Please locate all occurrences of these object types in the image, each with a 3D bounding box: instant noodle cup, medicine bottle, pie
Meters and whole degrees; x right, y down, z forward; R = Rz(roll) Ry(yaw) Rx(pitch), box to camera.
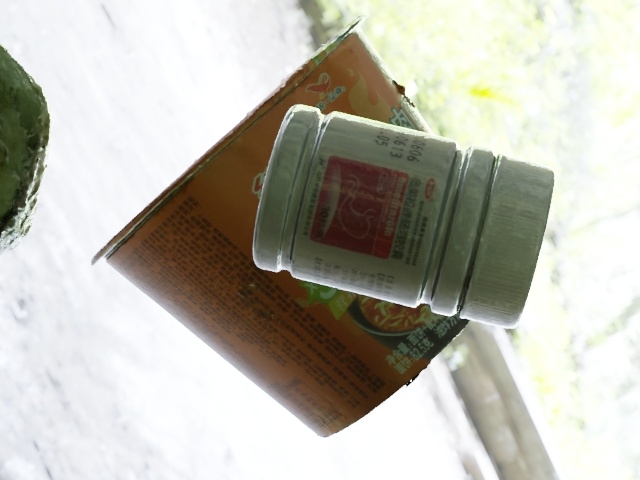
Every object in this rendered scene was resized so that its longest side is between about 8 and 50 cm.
[{"bbox_3d":[0.000,0.000,0.908,0.182,0.230,0.230,47,13,-4],"label":"instant noodle cup"},{"bbox_3d":[0.028,-0.008,0.486,0.058,0.091,0.058,14,90,-86],"label":"medicine bottle"},{"bbox_3d":[-0.301,-0.085,1.060,0.240,0.240,0.054,62,31,-11],"label":"pie"}]
